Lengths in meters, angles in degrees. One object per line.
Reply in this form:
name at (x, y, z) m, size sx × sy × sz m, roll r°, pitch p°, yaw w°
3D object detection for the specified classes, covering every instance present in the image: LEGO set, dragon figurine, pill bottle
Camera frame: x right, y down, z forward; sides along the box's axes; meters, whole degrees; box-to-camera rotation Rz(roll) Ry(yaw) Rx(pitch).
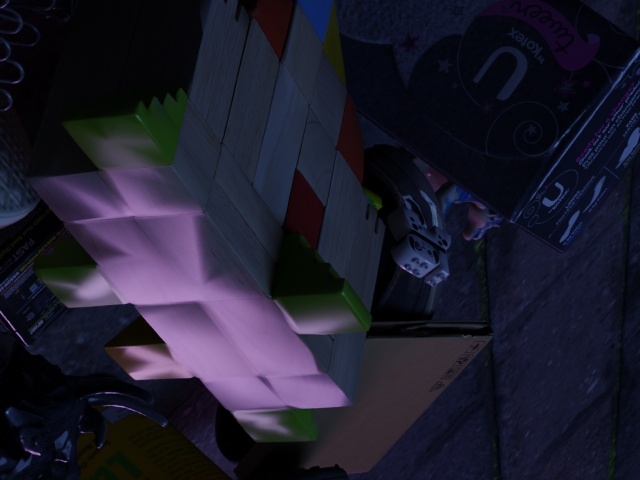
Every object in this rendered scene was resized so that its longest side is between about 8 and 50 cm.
LEGO set at (0.000, 0.000, 1.506) m, size 0.227 × 0.093 × 0.087 m, roll 31°, pitch 125°, yaw -32°
dragon figurine at (0.147, -0.101, 1.724) m, size 0.144 × 0.085 × 0.289 m, roll -32°, pitch 154°, yaw -40°
pill bottle at (-0.125, 0.232, 1.531) m, size 0.136 × 0.246 × 0.136 m, roll -39°, pitch 153°, yaw -25°

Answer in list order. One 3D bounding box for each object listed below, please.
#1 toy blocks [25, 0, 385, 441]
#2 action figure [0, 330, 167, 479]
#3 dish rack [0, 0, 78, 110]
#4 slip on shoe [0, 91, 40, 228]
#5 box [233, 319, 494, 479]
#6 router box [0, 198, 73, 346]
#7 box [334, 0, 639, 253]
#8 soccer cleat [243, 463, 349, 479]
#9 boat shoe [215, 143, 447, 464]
toy blocks at (-0.053, -0.071, 1.256) m, size 0.381 × 0.191 × 0.261 m, roll 55°, pitch 38°, yaw -50°
action figure at (-0.228, 0.111, 1.018) m, size 0.276 × 0.141 × 0.164 m, roll -27°, pitch 169°, yaw -6°
dish rack at (-0.186, -0.136, 0.988) m, size 0.208 × 0.074 × 0.271 m, roll 97°, pitch 6°, yaw -47°
slip on shoe at (-0.271, -0.047, 1.082) m, size 0.101 × 0.123 × 0.331 m, roll -23°, pitch 174°, yaw 26°
box at (0.037, 0.140, 1.676) m, size 0.164 × 0.021 × 0.201 m, roll 1°, pitch 138°, yaw -45°
router box at (-0.189, 0.006, 1.357) m, size 0.122 × 0.038 × 0.092 m, roll -46°, pitch 156°, yaw -12°
box at (0.117, -0.132, 1.436) m, size 0.163 × 0.247 × 0.142 m, roll -54°, pitch 157°, yaw 6°
soccer cleat at (-0.090, 0.292, 1.688) m, size 0.318 × 0.116 × 0.109 m, roll -31°, pitch 158°, yaw 28°
boat shoe at (0.002, 0.077, 1.675) m, size 0.130 × 0.132 × 0.355 m, roll -24°, pitch 144°, yaw -43°
